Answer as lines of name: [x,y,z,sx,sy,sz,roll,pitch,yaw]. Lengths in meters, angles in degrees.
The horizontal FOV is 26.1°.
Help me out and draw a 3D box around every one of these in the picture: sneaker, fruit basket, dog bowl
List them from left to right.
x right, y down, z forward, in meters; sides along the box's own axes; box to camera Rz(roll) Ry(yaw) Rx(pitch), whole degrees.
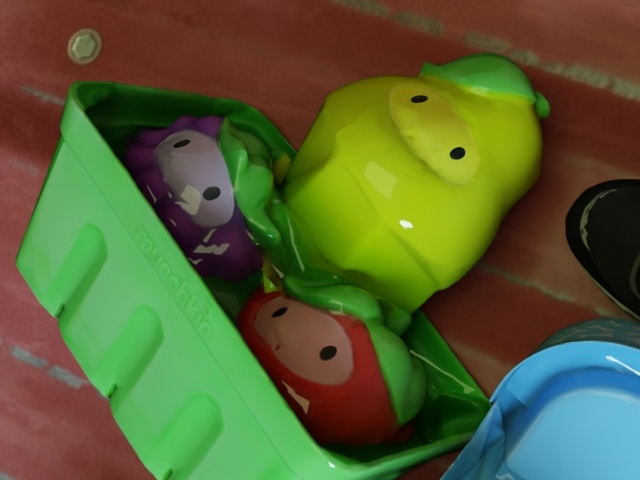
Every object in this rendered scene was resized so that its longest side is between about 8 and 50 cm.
fruit basket: [0.000,0.000,1.041,0.392,0.283,0.392,1,91,34]
dog bowl: [0.168,0.177,0.962,0.166,0.074,0.297,32,121,5]
sneaker: [0.281,0.034,0.897,0.283,0.124,0.107,34,93,25]
